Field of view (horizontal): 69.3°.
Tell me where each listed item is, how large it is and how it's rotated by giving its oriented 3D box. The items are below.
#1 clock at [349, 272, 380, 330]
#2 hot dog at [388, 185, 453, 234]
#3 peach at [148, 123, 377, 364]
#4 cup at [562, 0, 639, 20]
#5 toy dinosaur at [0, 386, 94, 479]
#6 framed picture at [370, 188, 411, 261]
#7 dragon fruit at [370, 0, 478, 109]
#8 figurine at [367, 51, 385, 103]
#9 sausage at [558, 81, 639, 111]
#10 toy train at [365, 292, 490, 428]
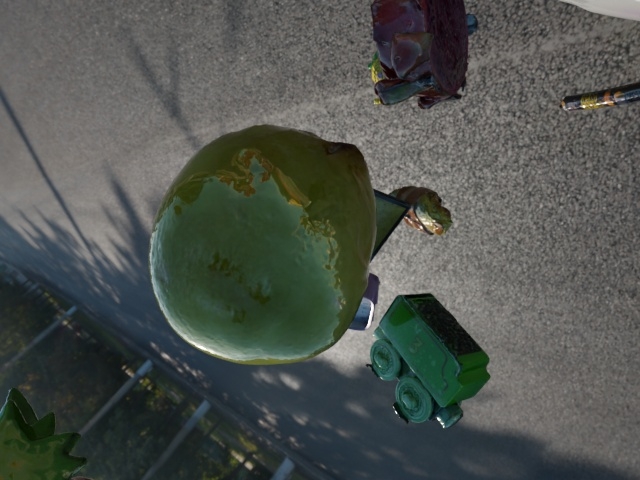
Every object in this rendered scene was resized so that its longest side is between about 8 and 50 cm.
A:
[{"bbox_3d":[0.051,0.114,0.872,0.110,0.050,0.152,10,145,7],"label":"clock"},{"bbox_3d":[0.255,-0.083,1.170,0.261,0.093,0.123,35,163,54],"label":"hot dog"},{"bbox_3d":[-0.071,0.003,0.639,0.314,0.281,0.315,19,105,17],"label":"peach"},{"bbox_3d":[0.692,-0.583,0.946,0.371,0.253,0.253,37,157,43],"label":"cup"},{"bbox_3d":[-0.228,0.203,0.362,0.194,0.152,0.177,1,149,-21],"label":"toy dinosaur"},{"bbox_3d":[0.000,0.000,1.001,0.255,0.014,0.338,20,130,-14],"label":"framed picture"},{"bbox_3d":[0.071,-0.160,0.360,0.068,0.126,0.112,1,147,34],"label":"dragon fruit"},{"bbox_3d":[0.157,-0.405,1.144,0.095,0.115,0.156,30,-154,-55],"label":"figurine"},{"bbox_3d":[0.385,-0.191,0.609,0.028,0.025,0.198,37,179,-16],"label":"sausage"},{"bbox_3d":[0.206,0.230,0.907,0.243,0.132,0.188,53,128,38],"label":"toy train"}]
